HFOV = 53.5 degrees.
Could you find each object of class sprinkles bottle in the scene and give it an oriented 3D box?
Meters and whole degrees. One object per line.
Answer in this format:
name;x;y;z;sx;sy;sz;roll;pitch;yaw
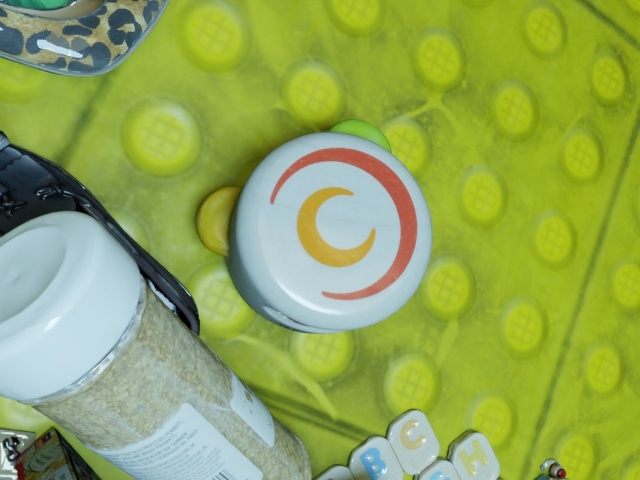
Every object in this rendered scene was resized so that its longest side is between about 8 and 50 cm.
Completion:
sprinkles bottle;-0.126;0.133;0.514;0.121;0.121;0.355;-48;136;-18

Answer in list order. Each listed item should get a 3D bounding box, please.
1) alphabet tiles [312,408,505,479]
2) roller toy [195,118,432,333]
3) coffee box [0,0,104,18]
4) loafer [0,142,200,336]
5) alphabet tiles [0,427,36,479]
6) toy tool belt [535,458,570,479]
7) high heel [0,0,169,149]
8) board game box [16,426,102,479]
alphabet tiles;0.113;0.356;0.744;0.284;0.021;0.278;-29;99;-21
roller toy;0.000;0.000;0.644;0.209;0.146;0.191;-28;88;-18
coffee box;-0.261;-0.254;0.562;0.184;0.040;0.113;-25;123;-33
loafer;-0.228;0.002;0.573;0.302;0.095;0.109;40;73;-17
alphabet tiles;-0.385;0.209;0.545;0.237;0.009;0.198;15;81;-22
toy tool belt;0.296;0.322;0.806;0.083;0.051;0.052;-36;102;-21
high heel;-0.245;-0.210;0.509;0.261;0.093;0.186;-47;128;-19
board game box;-0.183;0.242;0.524;0.045;0.193;0.146;-41;105;-22
